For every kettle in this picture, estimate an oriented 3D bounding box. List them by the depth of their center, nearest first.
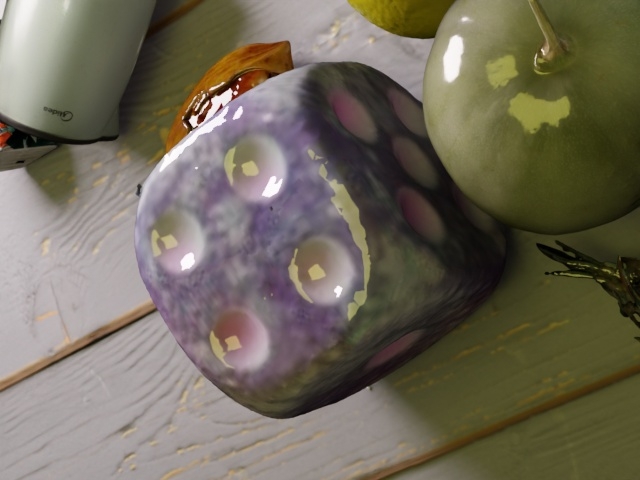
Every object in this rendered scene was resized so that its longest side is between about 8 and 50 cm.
[{"bbox_3d":[-0.304,-0.236,1.935,0.161,0.221,0.236,-120,46,-61],"label":"kettle"}]

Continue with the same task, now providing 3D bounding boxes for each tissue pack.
[{"bbox_3d":[-0.390,-0.171,2.050,0.090,0.103,0.170,-29,80,37],"label":"tissue pack"}]

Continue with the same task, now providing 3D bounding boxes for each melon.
[{"bbox_3d":[0.218,-0.132,1.573,0.271,0.308,0.272,3,102,12],"label":"melon"}]

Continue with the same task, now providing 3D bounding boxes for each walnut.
[{"bbox_3d":[-0.092,-0.135,1.870,0.116,0.116,0.207,47,113,18],"label":"walnut"}]

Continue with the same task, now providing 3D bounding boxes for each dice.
[{"bbox_3d":[0.000,0.000,1.735,0.270,0.270,0.271,-40,74,27],"label":"dice"}]

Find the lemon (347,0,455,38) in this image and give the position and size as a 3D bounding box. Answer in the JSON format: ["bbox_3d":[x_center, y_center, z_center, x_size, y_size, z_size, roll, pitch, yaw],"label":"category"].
[{"bbox_3d":[0.102,-0.286,1.696,0.248,0.184,0.184,172,89,-69],"label":"lemon"}]

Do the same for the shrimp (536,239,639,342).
[{"bbox_3d":[0.379,0.040,1.609,0.372,0.137,0.172,28,72,18],"label":"shrimp"}]
